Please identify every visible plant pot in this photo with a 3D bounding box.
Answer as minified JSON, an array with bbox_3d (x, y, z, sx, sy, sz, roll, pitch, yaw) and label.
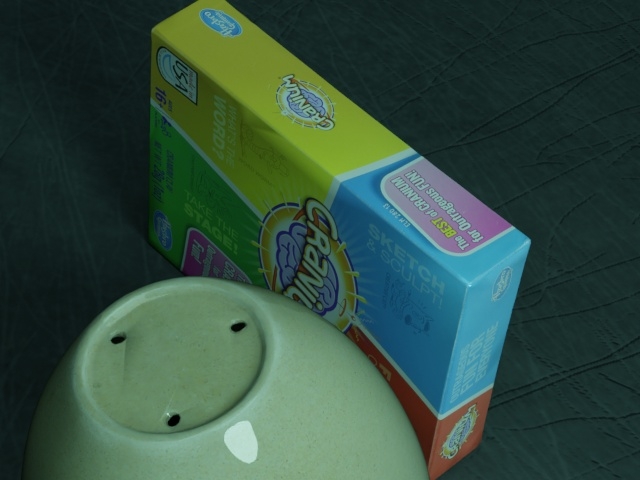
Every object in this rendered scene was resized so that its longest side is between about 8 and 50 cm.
[{"bbox_3d":[-0.078,0.134,1.208,0.284,0.191,0.284,-6,49,7],"label":"plant pot"}]

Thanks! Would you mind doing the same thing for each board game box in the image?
[{"bbox_3d":[0.000,0.000,1.346,0.064,0.242,0.316,-34,60,-30],"label":"board game box"}]
